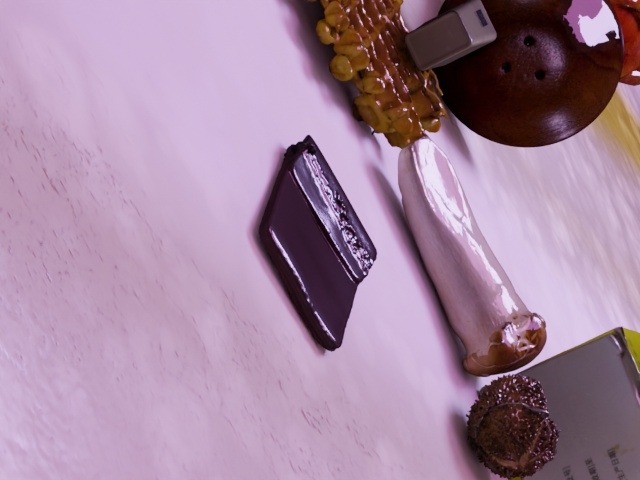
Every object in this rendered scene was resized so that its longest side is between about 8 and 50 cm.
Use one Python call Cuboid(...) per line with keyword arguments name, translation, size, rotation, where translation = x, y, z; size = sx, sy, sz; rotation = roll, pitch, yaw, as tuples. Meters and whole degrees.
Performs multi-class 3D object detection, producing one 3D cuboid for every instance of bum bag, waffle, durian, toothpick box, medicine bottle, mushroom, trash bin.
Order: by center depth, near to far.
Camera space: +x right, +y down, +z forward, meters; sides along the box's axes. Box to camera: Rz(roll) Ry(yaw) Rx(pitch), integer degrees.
Cuboid(name="bum bag", translation=(0.000, 0.000, 1.238), size=(0.109, 0.026, 0.159), rotation=(60, 19, -20))
Cuboid(name="durian", translation=(0.153, 0.145, 1.407), size=(0.080, 0.080, 0.091), rotation=(61, 25, -17))
Cuboid(name="mushroom", translation=(0.116, 0.016, 1.480), size=(0.084, 0.071, 0.209), rotation=(-27, 90, -42))
Cuboid(name="waffle", translation=(0.037, -0.186, 1.525), size=(0.231, 0.051, 0.228), rotation=(44, 29, -50))
Cuboid(name="trash bin", translation=(0.111, -0.177, 1.551), size=(0.043, 0.061, 0.092), rotation=(63, 20, -4))
Cuboid(name="medicine bottle", translation=(0.253, 0.171, 1.558), size=(0.250, 0.141, 0.137), rotation=(16, 49, -67))
Cuboid(name="toothpick box", translation=(0.212, -0.212, 1.843), size=(0.192, 0.192, 0.294), rotation=(62, 13, -13))

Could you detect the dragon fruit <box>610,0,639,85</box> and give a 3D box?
Cuboid(name="dragon fruit", translation=(0.287, -0.312, 2.109), size=(0.315, 0.250, 0.250), rotation=(20, 47, -47))
